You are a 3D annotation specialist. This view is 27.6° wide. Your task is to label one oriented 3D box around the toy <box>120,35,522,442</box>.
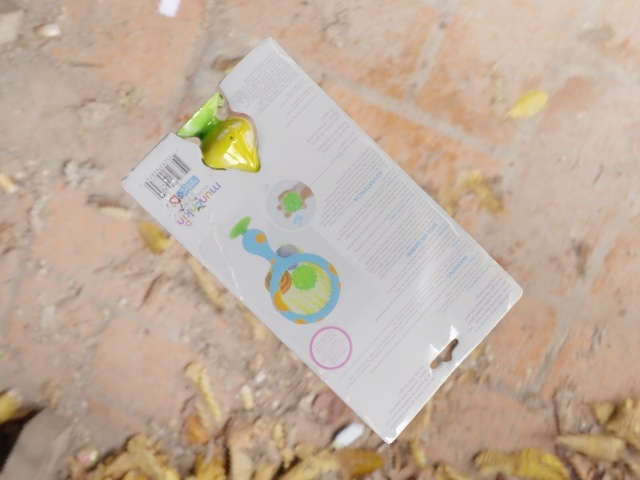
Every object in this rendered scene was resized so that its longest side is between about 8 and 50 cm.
[{"bbox_3d":[0.000,0.000,0.847,0.237,0.056,0.137,45,78,-9],"label":"toy"}]
